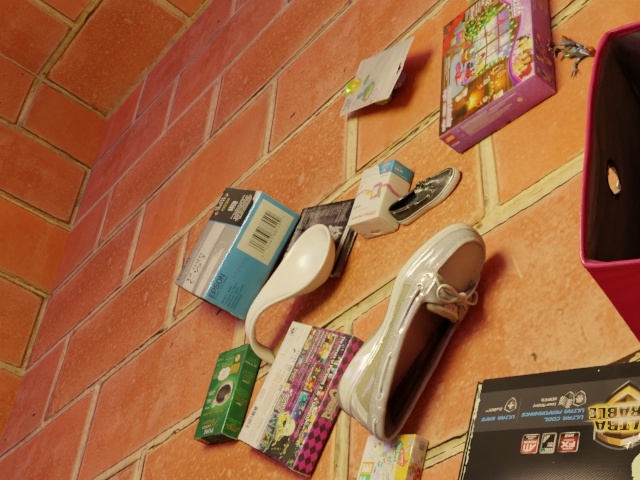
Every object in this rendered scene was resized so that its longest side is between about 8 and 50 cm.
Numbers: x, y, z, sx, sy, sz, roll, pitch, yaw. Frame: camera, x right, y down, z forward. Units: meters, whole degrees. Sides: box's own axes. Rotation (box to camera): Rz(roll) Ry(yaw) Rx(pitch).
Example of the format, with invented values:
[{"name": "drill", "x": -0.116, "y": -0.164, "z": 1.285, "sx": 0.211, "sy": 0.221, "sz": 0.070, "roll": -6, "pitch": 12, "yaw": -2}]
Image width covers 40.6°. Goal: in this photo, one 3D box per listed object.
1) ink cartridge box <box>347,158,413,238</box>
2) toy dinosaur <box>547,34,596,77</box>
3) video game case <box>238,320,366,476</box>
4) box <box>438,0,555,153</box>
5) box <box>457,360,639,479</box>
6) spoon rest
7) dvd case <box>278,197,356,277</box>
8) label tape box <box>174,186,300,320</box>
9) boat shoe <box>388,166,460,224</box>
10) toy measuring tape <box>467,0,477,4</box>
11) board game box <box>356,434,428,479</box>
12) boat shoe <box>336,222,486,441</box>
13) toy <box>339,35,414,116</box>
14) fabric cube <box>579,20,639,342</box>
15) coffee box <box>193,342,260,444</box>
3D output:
[{"name": "ink cartridge box", "x": 0.107, "y": -0.073, "z": 1.538, "sx": 0.088, "sy": 0.052, "sz": 0.122, "roll": -18, "pitch": 49, "yaw": 52}, {"name": "toy dinosaur", "x": 0.387, "y": -0.294, "z": 1.311, "sx": 0.082, "sy": 0.047, "sz": 0.090, "roll": 7, "pitch": 57, "yaw": 41}, {"name": "video game case", "x": -0.034, "y": 0.256, "z": 1.449, "sx": 0.210, "sy": 0.041, "sz": 0.232, "roll": 2, "pitch": 64, "yaw": 60}, {"name": "box", "x": 0.293, "y": -0.311, "z": 1.461, "sx": 0.201, "sy": 0.057, "sz": 0.293, "roll": -32, "pitch": 37, "yaw": 40}, {"name": "box", "x": 0.263, "y": 0.279, "z": 0.901, "sx": 0.295, "sy": 0.073, "sz": 0.293, "roll": -18, "pitch": 46, "yaw": 52}, {"name": "spoon rest", "x": -0.060, "y": 0.093, "z": 1.585, "sx": 0.276, "sy": 0.084, "sz": 0.137, "roll": -61, "pitch": 28, "yaw": 10}, {"name": "dvd case", "x": 0.000, "y": 0.000, "z": 1.679, "sx": 0.221, "sy": 0.018, "sz": 0.165, "roll": -8, "pitch": 55, "yaw": 57}, {"name": "label tape box", "x": -0.205, "y": 0.017, "z": 1.890, "sx": 0.249, "sy": 0.115, "sz": 0.347, "roll": -63, "pitch": 26, "yaw": -7}, {"name": "boat shoe", "x": 0.172, "y": -0.077, "z": 1.445, "sx": 0.142, "sy": 0.040, "sz": 0.049, "roll": -42, "pitch": 32, "yaw": 30}, {"name": "toy measuring tape", "x": 0.357, "y": -0.583, "z": 1.571, "sx": 0.330, "sy": 0.121, "sz": 0.121, "roll": -44, "pitch": 31, "yaw": 27}, {"name": "board game box", "x": 0.087, "y": 0.342, "z": 1.177, "sx": 0.103, "sy": 0.026, "sz": 0.154, "roll": -19, "pitch": 47, "yaw": 52}, {"name": "boat shoe", "x": 0.144, "y": 0.127, "z": 1.211, "sx": 0.320, "sy": 0.118, "sz": 0.103, "roll": -56, "pitch": 39, "yaw": -1}, {"name": "toy", "x": 0.125, "y": -0.319, "z": 1.755, "sx": 0.237, "sy": 0.056, "sz": 0.137, "roll": 1, "pitch": 67, "yaw": 65}, {"name": "fabric cube", "x": 0.393, "y": -0.034, "z": 0.731, "sx": 0.259, "sy": 0.258, "sz": 0.254, "roll": -8, "pitch": 55, "yaw": 36}, {"name": "coffee box", "x": -0.176, "y": 0.294, "z": 1.649, "sx": 0.113, "sy": 0.040, "sz": 0.184, "roll": -26, "pitch": 41, "yaw": 48}]
